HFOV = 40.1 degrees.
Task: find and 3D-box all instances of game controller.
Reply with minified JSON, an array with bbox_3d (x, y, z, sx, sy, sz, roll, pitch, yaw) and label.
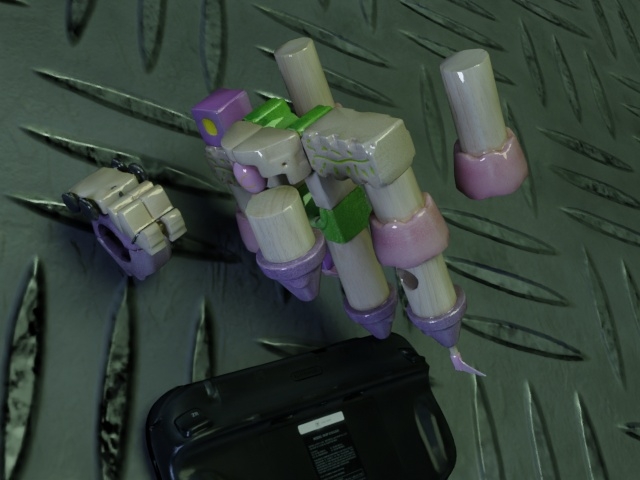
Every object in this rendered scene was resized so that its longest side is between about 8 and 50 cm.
[{"bbox_3d":[-0.002,0.184,0.798,0.319,0.067,0.167,-9,78,-41],"label":"game controller"}]

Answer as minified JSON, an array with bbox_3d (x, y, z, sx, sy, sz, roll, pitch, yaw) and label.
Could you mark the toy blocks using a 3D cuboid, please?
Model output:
[{"bbox_3d":[0.000,0.000,0.808,0.309,0.288,0.260,-40,127,-28],"label":"toy blocks"}]
